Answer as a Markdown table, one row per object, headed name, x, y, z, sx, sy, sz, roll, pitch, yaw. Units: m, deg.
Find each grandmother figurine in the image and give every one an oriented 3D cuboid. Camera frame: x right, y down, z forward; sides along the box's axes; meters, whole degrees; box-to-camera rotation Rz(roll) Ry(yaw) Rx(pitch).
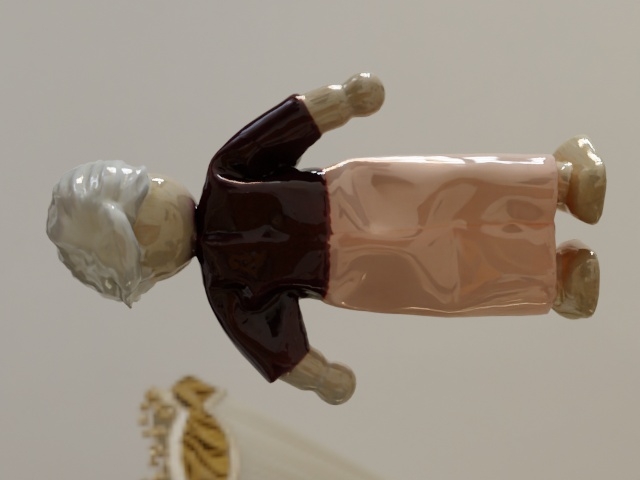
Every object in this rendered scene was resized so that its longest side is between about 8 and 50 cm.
| name | x | y | z | sx | sy | sz | roll | pitch | yaw |
| --- | --- | --- | --- | --- | --- | --- | --- | --- | --- |
| grandmother figurine | 0.000 | 0.000 | 0.806 | 0.104 | 0.342 | 0.208 | 151 | -58 | -83 |
